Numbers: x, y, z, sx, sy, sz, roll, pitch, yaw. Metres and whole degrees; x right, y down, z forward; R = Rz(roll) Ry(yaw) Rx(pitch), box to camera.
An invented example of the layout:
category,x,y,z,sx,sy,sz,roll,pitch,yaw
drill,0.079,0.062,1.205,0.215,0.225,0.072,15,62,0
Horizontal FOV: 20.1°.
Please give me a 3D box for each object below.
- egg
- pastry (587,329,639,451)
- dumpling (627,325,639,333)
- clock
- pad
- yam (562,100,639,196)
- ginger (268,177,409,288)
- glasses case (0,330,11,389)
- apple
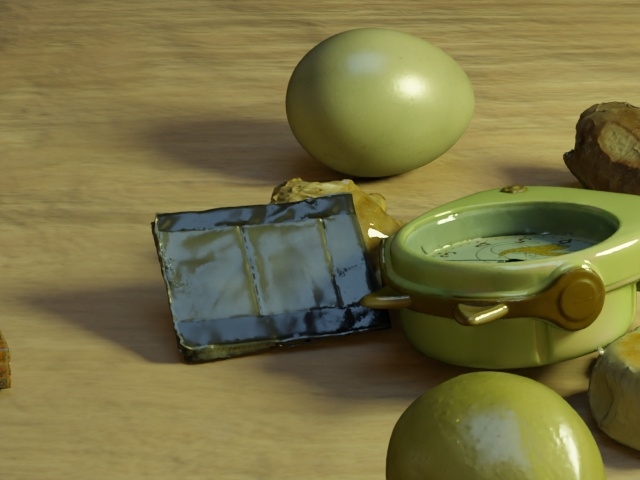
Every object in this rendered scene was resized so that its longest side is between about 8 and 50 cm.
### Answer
category,x,y,z,sx,sy,sz,roll,pitch,yaw
egg,0.078,-0.174,2.288,0.254,0.188,0.188,-1,25,-23
pastry,0.341,0.145,1.770,0.166,0.088,0.166,4,26,-2
dumpling,0.332,0.107,1.885,0.057,0.052,0.076,20,28,1
clock,0.206,0.040,1.890,0.286,0.117,0.348,9,23,42
pad,-0.054,0.034,1.912,0.233,0.022,0.174,-8,64,-18
yam,0.397,-0.081,2.215,0.128,0.129,0.238,-35,30,1
ginger,0.000,0.000,2.015,0.216,0.102,0.157,16,57,10
glasses case,-0.416,0.125,1.758,0.218,0.049,0.075,-6,20,-19
apple,0.149,0.206,1.510,0.200,0.200,0.200,3,26,-1
